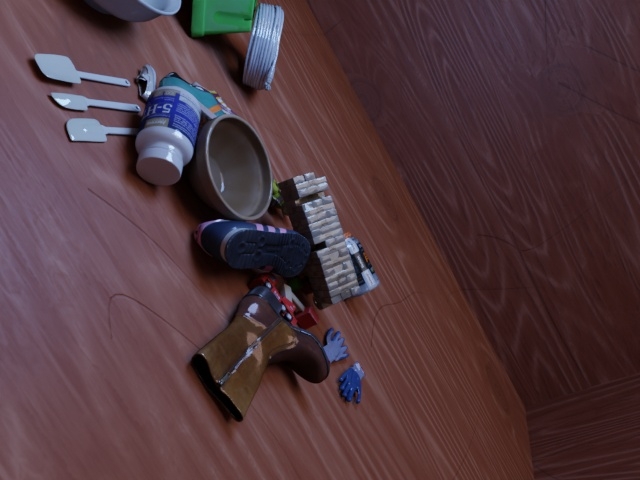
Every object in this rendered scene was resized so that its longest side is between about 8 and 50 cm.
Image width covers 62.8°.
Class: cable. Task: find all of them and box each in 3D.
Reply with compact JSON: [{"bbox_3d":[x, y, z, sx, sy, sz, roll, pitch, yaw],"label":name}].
[{"bbox_3d":[-0.180,-0.597,1.625,0.257,0.089,0.256,-123,-136,-74],"label":"cable"}]

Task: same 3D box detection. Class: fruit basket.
[{"bbox_3d":[-0.355,-0.787,1.506,0.393,0.282,0.391,9,42,-9],"label":"fruit basket"}]

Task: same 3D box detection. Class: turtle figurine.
[{"bbox_3d":[-0.114,-0.139,1.438,0.217,0.087,0.269,47,19,-22],"label":"turtle figurine"}]

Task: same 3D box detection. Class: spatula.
[{"bbox_3d":[-0.419,-0.267,1.007,0.168,0.019,0.242,62,23,0],"label":"spatula"}]

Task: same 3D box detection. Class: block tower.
[{"bbox_3d":[0.000,0.000,1.308,0.091,0.097,0.335,-20,96,-28],"label":"block tower"}]

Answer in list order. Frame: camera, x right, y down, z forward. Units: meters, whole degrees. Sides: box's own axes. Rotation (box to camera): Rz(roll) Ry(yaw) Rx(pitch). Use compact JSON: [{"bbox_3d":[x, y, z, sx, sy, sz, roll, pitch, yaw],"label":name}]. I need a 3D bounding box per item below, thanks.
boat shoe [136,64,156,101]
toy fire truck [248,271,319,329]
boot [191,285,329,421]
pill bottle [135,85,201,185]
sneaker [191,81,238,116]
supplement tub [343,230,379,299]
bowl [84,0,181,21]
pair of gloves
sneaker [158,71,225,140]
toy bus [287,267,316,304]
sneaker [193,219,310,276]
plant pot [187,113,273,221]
[{"bbox_3d":[-0.386,-0.350,1.152,0.035,0.035,0.100,30,46,-58],"label":"boat shoe"},{"bbox_3d":[-0.084,0.146,1.240,0.192,0.047,0.135,58,22,-10],"label":"toy fire truck"},{"bbox_3d":[-0.100,0.247,1.033,0.264,0.096,0.280,58,24,-13],"label":"boot"},{"bbox_3d":[-0.307,-0.207,1.050,0.112,0.112,0.186,40,39,-43],"label":"pill bottle"},{"bbox_3d":[-0.263,-0.340,1.360,0.185,0.070,0.083,35,36,-52],"label":"sneaker"},{"bbox_3d":[0.092,0.074,1.609,0.190,0.117,0.117,63,22,-1],"label":"supplement tub"},{"bbox_3d":[-0.455,-0.588,1.130,0.298,0.134,0.297,48,26,-34],"label":"bowl"},{"bbox_3d":[0.060,0.331,1.383,0.198,0.023,0.159,62,24,0],"label":"pair of gloves"},{"bbox_3d":[-0.259,-0.282,1.252,0.302,0.108,0.120,43,29,-44],"label":"sneaker"},{"bbox_3d":[-0.018,0.055,1.408,0.202,0.105,0.190,38,33,-45],"label":"toy bus"},{"bbox_3d":[-0.141,0.007,1.166,0.319,0.131,0.112,20,91,-60],"label":"sneaker"},{"bbox_3d":[-0.215,-0.152,1.165,0.237,0.110,0.237,27,59,-58],"label":"plant pot"}]
